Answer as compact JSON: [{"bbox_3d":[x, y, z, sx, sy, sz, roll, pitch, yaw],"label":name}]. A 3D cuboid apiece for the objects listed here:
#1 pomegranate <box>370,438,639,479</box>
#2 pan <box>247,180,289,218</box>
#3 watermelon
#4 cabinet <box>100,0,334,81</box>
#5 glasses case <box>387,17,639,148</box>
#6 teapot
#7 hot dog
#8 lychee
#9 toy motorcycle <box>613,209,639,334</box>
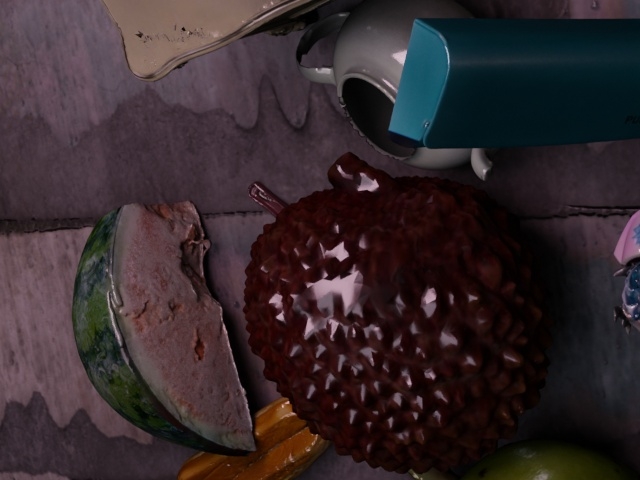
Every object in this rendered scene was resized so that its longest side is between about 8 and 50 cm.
[{"bbox_3d":[0.202,0.316,1.757,0.341,0.260,0.260,21,115,27],"label":"pomegranate"},{"bbox_3d":[-0.002,0.000,1.890,0.212,0.040,0.115,36,115,15],"label":"pan"},{"bbox_3d":[-0.184,0.116,1.950,0.180,0.224,0.305,-17,84,-4],"label":"watermelon"},{"bbox_3d":[-0.071,-0.345,1.658,0.227,0.318,0.290,-23,93,32],"label":"cabinet"},{"bbox_3d":[0.208,-0.140,1.572,0.070,0.301,0.117,39,126,44],"label":"glasses case"},{"bbox_3d":[0.092,-0.154,1.701,0.294,0.129,0.193,30,150,35],"label":"teapot"},{"bbox_3d":[-0.080,0.253,1.998,0.236,0.062,0.092,-33,98,29],"label":"hot dog"},{"bbox_3d":[0.076,0.070,1.707,0.306,0.306,0.330,-7,103,32],"label":"lychee"},{"bbox_3d":[0.327,0.062,1.618,0.108,0.204,0.239,-25,93,30],"label":"toy motorcycle"}]
